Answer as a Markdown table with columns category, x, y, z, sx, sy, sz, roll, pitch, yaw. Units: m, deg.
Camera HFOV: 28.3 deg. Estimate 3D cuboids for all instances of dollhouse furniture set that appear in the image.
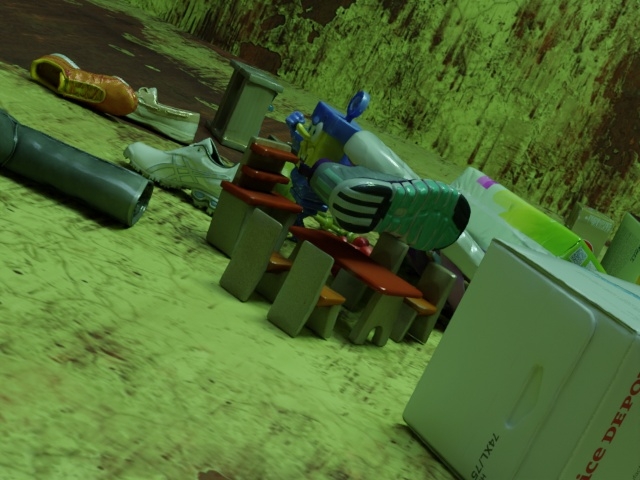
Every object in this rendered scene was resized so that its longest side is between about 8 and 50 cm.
| category | x | y | z | sx | sy | sz | roll | pitch | yaw |
| --- | --- | --- | --- | --- | --- | --- | --- | --- | --- |
| dollhouse furniture set | 0.000 | 0.000 | 1.417 | 0.259 | 0.135 | 0.262 | 33 | 14 | 34 |
| dollhouse furniture set | -0.083 | -0.211 | 2.200 | 0.183 | 0.129 | 0.129 | 19 | 13 | -25 |

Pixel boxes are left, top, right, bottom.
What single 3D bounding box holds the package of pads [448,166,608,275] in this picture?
| category | x | y | z | sx | sy | sz | roll | pitch | yaw |
| --- | --- | --- | --- | --- | --- | --- | --- | --- | --- |
| package of pads | 0.303 | 0.045 | 1.772 | 0.229 | 0.101 | 0.296 | 49 | -2 | -32 |

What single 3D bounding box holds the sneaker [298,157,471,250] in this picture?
| category | x | y | z | sx | sy | sz | roll | pitch | yaw |
| --- | --- | --- | --- | --- | --- | --- | --- | --- | --- |
| sneaker | 0.077 | -0.052 | 1.418 | 0.223 | 0.083 | 0.098 | 14 | 23 | -48 |

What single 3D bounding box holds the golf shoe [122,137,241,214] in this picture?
| category | x | y | z | sx | sy | sz | roll | pitch | yaw |
| --- | --- | --- | --- | --- | --- | --- | --- | --- | --- |
| golf shoe | -0.168 | -0.100 | 1.637 | 0.176 | 0.086 | 0.069 | 27 | 13 | 14 |

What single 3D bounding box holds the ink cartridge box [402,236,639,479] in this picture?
| category | x | y | z | sx | sy | sz | roll | pitch | yaw |
| --- | --- | --- | --- | --- | --- | --- | --- | --- | --- |
| ink cartridge box | 0.259 | 0.148 | 1.151 | 0.270 | 0.198 | 0.197 | 17 | 15 | -37 |

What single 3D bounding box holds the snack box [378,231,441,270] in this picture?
| category | x | y | z | sx | sy | sz | roll | pitch | yaw |
| --- | --- | --- | --- | --- | --- | --- | --- | --- | --- |
| snack box | 0.133 | 0.007 | 1.792 | 0.100 | 0.037 | 0.141 | 31 | -12 | 21 |

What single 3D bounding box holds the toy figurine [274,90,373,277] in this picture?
| category | x | y | z | sx | sy | sz | roll | pitch | yaw |
| --- | --- | --- | --- | --- | --- | --- | --- | --- | --- |
| toy figurine | 0.024 | -0.101 | 1.718 | 0.191 | 0.217 | 0.362 | 22 | 13 | -17 |

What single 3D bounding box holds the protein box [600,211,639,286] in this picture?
| category | x | y | z | sx | sy | sz | roll | pitch | yaw |
| --- | --- | --- | --- | --- | --- | --- | --- | --- | --- |
| protein box | 0.491 | 0.091 | 1.891 | 0.136 | 0.200 | 0.201 | 24 | 12 | -4 |

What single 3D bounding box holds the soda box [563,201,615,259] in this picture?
| category | x | y | z | sx | sy | sz | roll | pitch | yaw |
| --- | --- | --- | --- | --- | --- | --- | --- | --- | --- |
| soda box | 0.383 | 0.035 | 1.956 | 0.058 | 0.181 | 0.061 | 25 | 12 | -4 |

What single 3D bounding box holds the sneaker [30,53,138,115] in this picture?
| category | x | y | z | sx | sy | sz | roll | pitch | yaw |
| --- | --- | --- | --- | --- | --- | --- | --- | --- | --- |
| sneaker | -0.355 | -0.225 | 1.900 | 0.175 | 0.064 | 0.067 | 21 | 26 | 12 |

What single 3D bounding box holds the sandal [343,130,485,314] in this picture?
| category | x | y | z | sx | sy | sz | roll | pitch | yaw |
| --- | --- | --- | --- | --- | --- | --- | --- | --- | --- |
| sandal | 0.148 | 0.025 | 1.606 | 0.416 | 0.102 | 0.169 | 47 | 8 | -25 |

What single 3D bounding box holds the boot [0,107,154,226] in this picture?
| category | x | y | z | sx | sy | sz | roll | pitch | yaw |
| --- | --- | --- | --- | --- | --- | --- | --- | --- | --- |
| boot | -0.290 | -0.077 | 1.350 | 0.208 | 0.076 | 0.189 | 33 | 14 | 2 |

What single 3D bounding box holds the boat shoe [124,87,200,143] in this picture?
| category | x | y | z | sx | sy | sz | roll | pitch | yaw |
| --- | --- | --- | --- | --- | --- | --- | --- | --- | --- |
| boat shoe | -0.266 | -0.209 | 1.968 | 0.170 | 0.059 | 0.063 | 24 | 6 | -11 |
